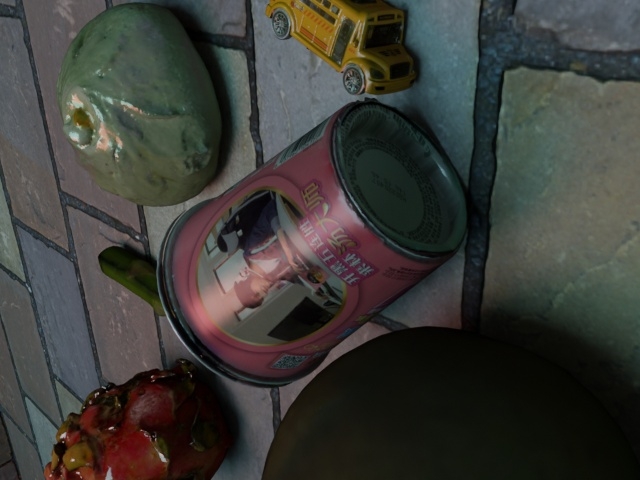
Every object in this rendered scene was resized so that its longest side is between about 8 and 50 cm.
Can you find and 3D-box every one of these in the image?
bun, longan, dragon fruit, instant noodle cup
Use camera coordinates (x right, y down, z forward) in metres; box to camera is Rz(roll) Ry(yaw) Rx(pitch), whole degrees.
[{"bbox_3d":[-0.267,-0.167,0.891,0.283,0.179,0.283,29,131,39],"label":"bun"},{"bbox_3d":[0.113,0.260,0.584,0.361,0.361,0.361,25,126,39],"label":"longan"},{"bbox_3d":[-0.307,0.353,1.119,0.269,0.291,0.250,-22,87,50],"label":"dragon fruit"},{"bbox_3d":[0.000,0.000,0.660,0.255,0.244,0.244,-35,82,42],"label":"instant noodle cup"}]

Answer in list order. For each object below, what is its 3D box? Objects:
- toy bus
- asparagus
[{"bbox_3d":[0.024,-0.203,0.632,0.162,0.069,0.074,43,134,27],"label":"toy bus"},{"bbox_3d":[-0.292,0.076,1.143,0.277,0.060,0.067,26,108,38],"label":"asparagus"}]
